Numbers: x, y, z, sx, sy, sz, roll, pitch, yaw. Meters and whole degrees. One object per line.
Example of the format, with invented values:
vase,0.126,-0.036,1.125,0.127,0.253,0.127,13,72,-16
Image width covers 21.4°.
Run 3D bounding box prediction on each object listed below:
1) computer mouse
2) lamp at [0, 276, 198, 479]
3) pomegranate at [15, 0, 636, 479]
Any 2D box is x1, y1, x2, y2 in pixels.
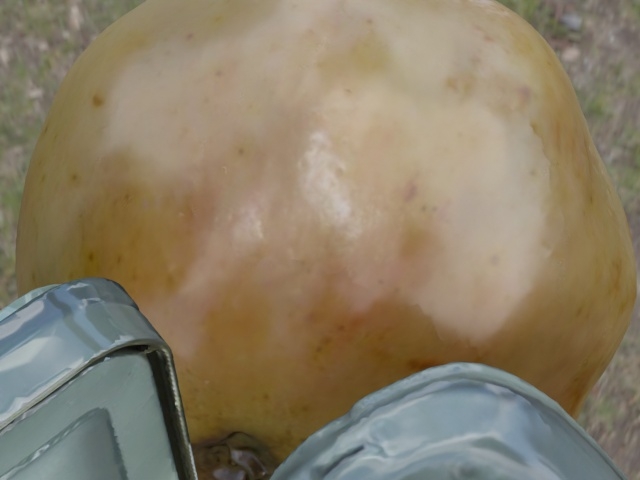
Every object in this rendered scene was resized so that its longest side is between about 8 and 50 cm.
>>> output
computer mouse,0.097,0.203,0.863,0.197,0.331,0.095,-34,23,2
lamp,-0.147,0.156,0.536,0.266,0.269,0.047,-35,62,-20
pomegranate,0.000,0.000,1.089,0.411,0.411,0.411,0,64,1
